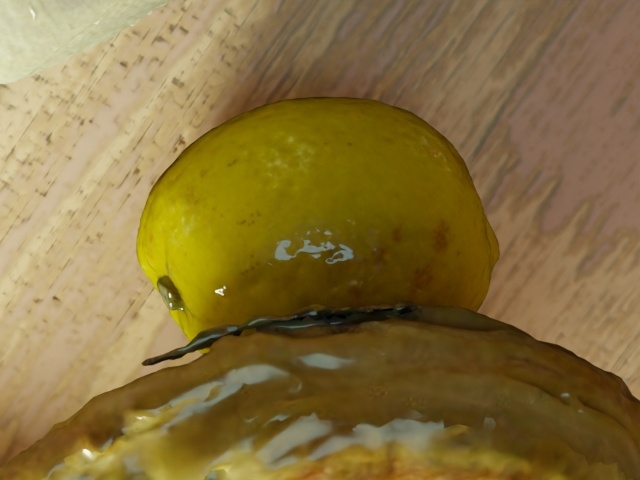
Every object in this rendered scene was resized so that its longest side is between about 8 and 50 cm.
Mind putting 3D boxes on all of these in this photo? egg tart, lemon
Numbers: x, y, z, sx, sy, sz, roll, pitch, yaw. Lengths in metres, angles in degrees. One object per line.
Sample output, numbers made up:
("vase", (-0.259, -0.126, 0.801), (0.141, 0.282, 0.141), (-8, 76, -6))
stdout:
("egg tart", (-0.011, 0.200, 0.972), (0.443, 0.178, 0.443), (-8, 124, -12))
("lemon", (0.000, 0.000, 1.052), (0.207, 0.170, 0.170), (-11, 110, -17))

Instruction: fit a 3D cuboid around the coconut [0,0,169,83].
("coconut", (-0.150, -0.250, 0.829), (0.346, 0.360, 0.346), (-4, 110, -12))
